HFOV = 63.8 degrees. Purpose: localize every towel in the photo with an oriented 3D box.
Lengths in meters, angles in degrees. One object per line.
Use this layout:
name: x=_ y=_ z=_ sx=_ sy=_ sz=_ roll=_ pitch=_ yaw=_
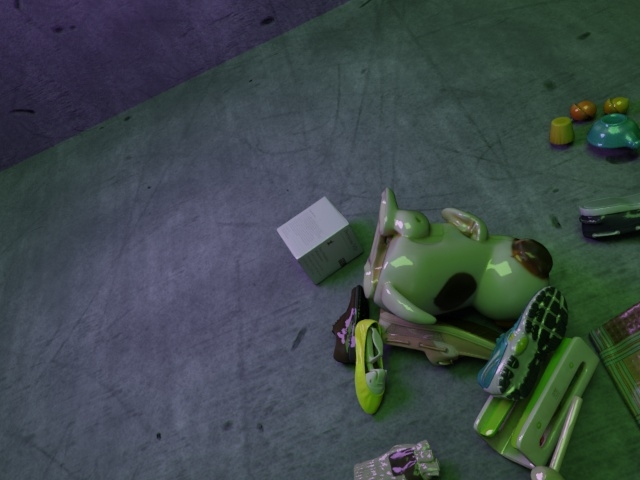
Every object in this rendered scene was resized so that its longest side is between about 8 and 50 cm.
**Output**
towel: x=0.714 y=0.273 z=0.991 sx=0.271 sy=0.040 sz=0.370 roll=-50 pitch=38 yaw=35

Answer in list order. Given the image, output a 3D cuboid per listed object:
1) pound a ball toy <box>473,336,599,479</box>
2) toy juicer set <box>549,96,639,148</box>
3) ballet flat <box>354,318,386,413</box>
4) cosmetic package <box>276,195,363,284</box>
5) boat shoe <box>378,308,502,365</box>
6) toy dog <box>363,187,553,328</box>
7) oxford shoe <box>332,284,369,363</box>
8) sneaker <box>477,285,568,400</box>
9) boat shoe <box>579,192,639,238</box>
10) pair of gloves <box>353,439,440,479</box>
pound a ball toy: x=0.472 y=0.354 z=1.049 sx=0.319 sy=0.136 sz=0.208 roll=-52 pitch=21 yaw=-19
toy juicer set: x=0.846 y=-0.324 z=1.458 sx=0.329 sy=0.089 sz=0.209 roll=19 pitch=52 yaw=43
ballet flat: x=0.126 y=0.305 z=1.266 sx=0.077 sy=0.077 sz=0.230 roll=-30 pitch=56 yaw=49
cosmetic package: x=0.000 y=0.000 z=1.544 sx=0.184 sy=0.151 sz=0.151 roll=-35 pitch=49 yaw=-2
boat shoe: x=0.302 y=0.247 z=1.260 sx=0.341 sy=0.122 sz=0.110 roll=13 pitch=97 yaw=31
toy dog: x=0.334 y=0.062 z=1.228 sx=0.409 sy=0.284 sz=0.395 roll=8 pitch=19 yaw=-2
oxford shoe: x=0.075 y=0.220 z=1.390 sx=0.096 sy=0.082 sz=0.227 roll=-5 pitch=52 yaw=26
sneaker: x=0.424 y=0.208 z=1.095 sx=0.275 sy=0.107 sz=0.110 roll=-50 pitch=12 yaw=-16
boat shoe: x=0.808 y=-0.068 z=1.274 sx=0.303 sy=0.091 sz=0.114 roll=-7 pitch=20 yaw=22
pair of gloves: x=0.181 y=0.560 z=1.098 sx=0.204 sy=0.042 sz=0.240 roll=-31 pitch=43 yaw=16
